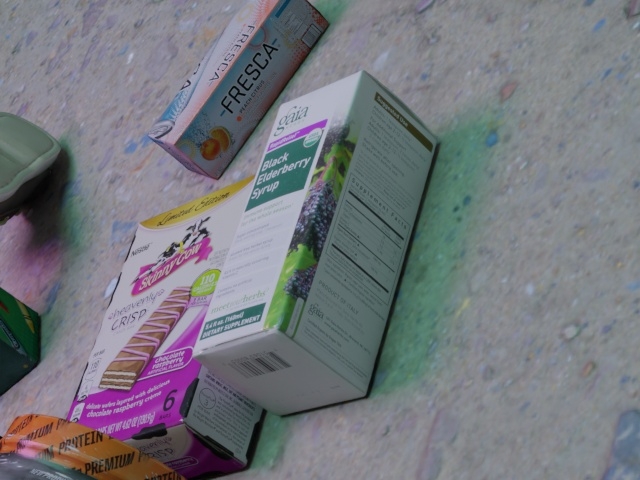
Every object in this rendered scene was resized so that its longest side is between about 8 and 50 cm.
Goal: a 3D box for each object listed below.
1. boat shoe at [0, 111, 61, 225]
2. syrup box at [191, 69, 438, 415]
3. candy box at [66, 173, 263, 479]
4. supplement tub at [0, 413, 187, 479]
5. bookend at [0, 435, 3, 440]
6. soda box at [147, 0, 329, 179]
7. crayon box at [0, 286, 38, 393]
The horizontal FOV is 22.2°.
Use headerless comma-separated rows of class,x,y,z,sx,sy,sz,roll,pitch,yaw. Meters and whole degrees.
boat shoe,-0.352,-0.052,1.616,0.091,0.109,0.305,-58,-5,19
syrup box,0.000,0.000,1.192,0.093,0.096,0.237,-18,44,42
candy box,-0.103,0.073,1.269,0.159,0.071,0.233,-21,41,41
supplement tub,-0.200,0.284,1.045,0.193,0.193,0.316,-6,51,50
bookend,-0.273,0.263,1.262,0.157,0.072,0.156,-36,41,21
soda box,-0.075,-0.147,1.488,0.183,0.058,0.063,-55,31,-9
crayon box,-0.418,0.125,1.529,0.278,0.165,0.081,-38,32,19
